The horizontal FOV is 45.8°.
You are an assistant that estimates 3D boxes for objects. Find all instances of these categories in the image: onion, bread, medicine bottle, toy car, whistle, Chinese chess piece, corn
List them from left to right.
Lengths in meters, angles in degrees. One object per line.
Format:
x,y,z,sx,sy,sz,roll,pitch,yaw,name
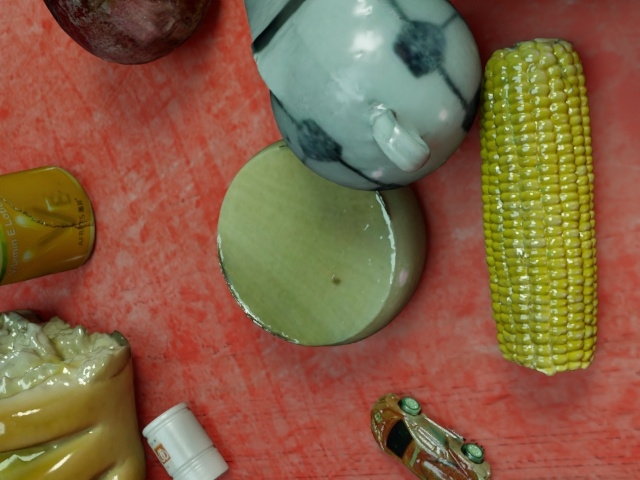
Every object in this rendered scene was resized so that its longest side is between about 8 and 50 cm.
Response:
-0.358,-0.004,0.788,0.124,0.239,0.124,9,108,28,medicine bottle
-0.347,0.226,0.841,0.316,0.211,0.270,9,106,38,bread
-0.184,-0.236,0.656,0.159,0.195,0.159,2,96,23,onion
-0.145,0.225,0.814,0.057,0.057,0.089,-45,77,31,medicine bottle
0.000,0.000,0.664,0.188,0.083,0.188,5,101,28,Chinese chess piece
0.033,-0.132,0.565,0.163,0.289,0.163,-4,126,-6,whistle
0.092,0.186,0.672,0.122,0.035,0.059,34,120,19,toy car
0.160,-0.021,0.558,0.081,0.081,0.248,0,101,32,corn
